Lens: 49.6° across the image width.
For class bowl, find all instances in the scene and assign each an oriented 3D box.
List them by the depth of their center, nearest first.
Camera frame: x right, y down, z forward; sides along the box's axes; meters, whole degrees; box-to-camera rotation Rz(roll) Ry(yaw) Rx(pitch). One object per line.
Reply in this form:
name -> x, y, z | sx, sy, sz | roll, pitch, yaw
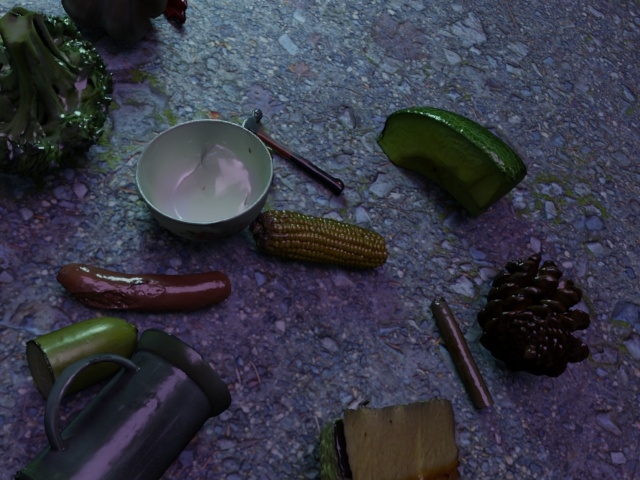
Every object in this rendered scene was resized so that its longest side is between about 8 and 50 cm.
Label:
bowl -> -0.235, -0.106, 1.437 | 0.277, 0.145, 0.277 | 2, 57, -3

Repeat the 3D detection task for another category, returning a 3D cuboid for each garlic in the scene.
garlic -> -0.464, -0.581, 1.605 | 0.210, 0.292, 0.237 | 29, 79, -15

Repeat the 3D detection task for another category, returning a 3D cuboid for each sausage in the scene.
sausage -> -0.336, 0.093, 1.336 | 0.327, 0.079, 0.087 | 4, 71, -19

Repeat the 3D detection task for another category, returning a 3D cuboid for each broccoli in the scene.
broccoli -> -0.582, -0.296, 1.358 | 0.249, 0.302, 0.375 | 0, 58, 23

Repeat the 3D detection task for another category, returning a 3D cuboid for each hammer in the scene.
hammer -> -0.066, -0.200, 1.650 | 0.288, 0.033, 0.111 | 33, 53, -1

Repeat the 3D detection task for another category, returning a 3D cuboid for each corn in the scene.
corn -> 0.000, 0.000, 1.512 | 0.318, 0.115, 0.115 | 9, 58, -17

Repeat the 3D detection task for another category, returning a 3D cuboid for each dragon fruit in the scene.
dragon fruit -> -0.378, -0.601, 1.745 | 0.063, 0.097, 0.131 | -10, 85, -23

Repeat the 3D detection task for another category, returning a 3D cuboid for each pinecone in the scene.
pinecone -> 0.472, 0.167, 1.538 | 0.244, 0.244, 0.309 | 27, 43, -5

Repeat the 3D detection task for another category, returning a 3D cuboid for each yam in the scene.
yam -> 0.307, 0.245, 1.527 | 0.046, 0.046, 0.264 | -11, 66, -27

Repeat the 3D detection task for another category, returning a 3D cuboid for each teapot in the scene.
teapot -> -0.333, 0.308, 1.111 | 0.337, 0.200, 0.270 | -50, 130, -34

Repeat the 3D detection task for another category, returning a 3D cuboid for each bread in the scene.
bread -> 0.158, 0.452, 1.243 | 0.405, 0.242, 0.345 | -5, 66, -21

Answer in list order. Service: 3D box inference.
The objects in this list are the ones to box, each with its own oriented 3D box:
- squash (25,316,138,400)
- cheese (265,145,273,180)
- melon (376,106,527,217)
squash -> -0.410, 0.194, 1.222 | 0.187, 0.123, 0.123 | -24, 72, -34
cheese -> -0.134, -0.182, 1.602 | 0.060, 0.041, 0.084 | 7, 87, -8
melon -> 0.319, -0.215, 1.721 | 0.343, 0.226, 0.331 | 47, 16, 8
